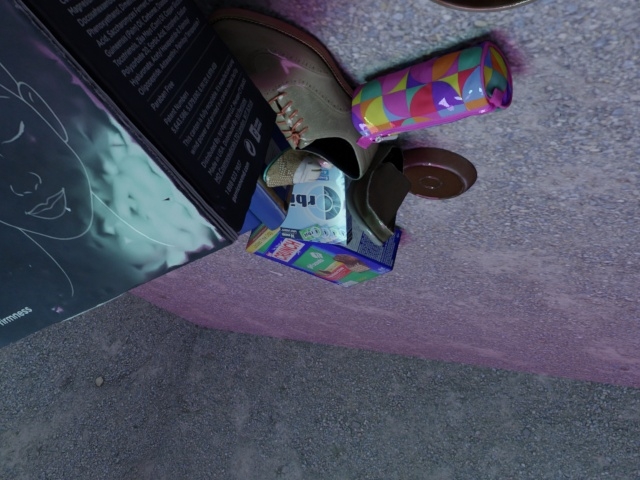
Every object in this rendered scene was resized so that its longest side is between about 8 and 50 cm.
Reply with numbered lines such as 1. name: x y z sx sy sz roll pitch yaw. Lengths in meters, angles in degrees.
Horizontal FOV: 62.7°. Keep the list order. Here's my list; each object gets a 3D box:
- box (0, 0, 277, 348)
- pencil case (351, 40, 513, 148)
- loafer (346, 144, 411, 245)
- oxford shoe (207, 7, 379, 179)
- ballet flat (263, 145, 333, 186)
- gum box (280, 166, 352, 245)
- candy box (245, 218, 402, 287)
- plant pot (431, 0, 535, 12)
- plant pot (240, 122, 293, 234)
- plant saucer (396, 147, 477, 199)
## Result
1. box: -0.391 -0.162 0.624 0.480 0.297 0.471 -22 126 24
2. pencil case: 0.155 -0.207 0.770 0.237 0.104 0.104 -9 149 44
3. loafer: 0.107 -0.095 0.920 0.088 0.251 0.094 -28 125 28
4. oxford shoe: -0.031 -0.218 0.818 0.348 0.130 0.123 28 155 -30
5. ballet flat: -0.015 -0.142 0.917 0.067 0.206 0.073 32 137 14
6. gum box: -0.014 -0.087 1.107 0.157 0.041 0.184 7 117 21
7. candy box: 0.000 0.000 1.352 0.317 0.122 0.268 23 158 -16
8. plant pot: 0.146 -0.310 0.427 0.167 0.165 0.167 13 158 6
9. plant pot: -0.170 -0.146 0.967 0.212 0.235 0.236 -1 153 22
10. plant saucer: 0.219 -0.123 1.030 0.169 0.029 0.168 12 158 5
